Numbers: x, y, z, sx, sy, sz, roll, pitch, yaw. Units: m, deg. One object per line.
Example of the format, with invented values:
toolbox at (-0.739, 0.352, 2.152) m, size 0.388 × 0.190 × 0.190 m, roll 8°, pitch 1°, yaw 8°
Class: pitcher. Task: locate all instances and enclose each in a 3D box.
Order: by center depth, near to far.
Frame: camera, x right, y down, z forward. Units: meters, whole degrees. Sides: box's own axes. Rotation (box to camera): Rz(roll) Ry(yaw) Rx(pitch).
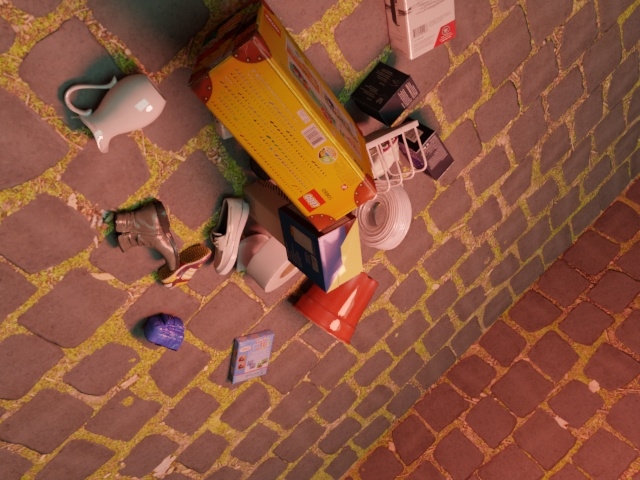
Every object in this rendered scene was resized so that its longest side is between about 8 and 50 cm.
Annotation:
pitcher at (-0.514, -0.348, 1.458) m, size 0.207 × 0.125 × 0.177 m, roll -34°, pitch 122°, yaw 1°

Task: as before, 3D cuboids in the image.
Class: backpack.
backpack at (-0.522, 0.297, 1.935) m, size 0.120 × 0.098 × 0.101 m, roll 22°, pitch 96°, yaw -33°

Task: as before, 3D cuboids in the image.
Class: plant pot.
plant pot at (0.074, 0.222, 2.261) m, size 0.265 × 0.272 × 0.272 m, roll -56°, pitch 138°, yaw -3°

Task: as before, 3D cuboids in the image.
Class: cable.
cable at (0.223, -0.096, 2.134) m, size 0.089 × 0.257 × 0.257 m, roll 7°, pitch 138°, yaw -41°

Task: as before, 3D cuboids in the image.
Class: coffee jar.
coffee jar at (-0.128, -0.254, 1.848) m, size 0.184 × 0.096 × 0.079 m, roll -24°, pitch 127°, yaw -25°

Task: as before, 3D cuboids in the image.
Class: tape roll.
tape roll at (-0.116, 0.045, 1.980) m, size 0.286 × 0.100 × 0.286 m, roll -43°, pitch 169°, yaw -10°

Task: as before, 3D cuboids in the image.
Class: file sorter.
file sorter at (0.182, -0.252, 1.873) m, size 0.278 × 0.193 × 0.173 m, roll -31°, pitch 107°, yaw -36°

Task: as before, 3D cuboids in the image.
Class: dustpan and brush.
dustpan and brush at (-0.203, 0.021, 2.029) m, size 0.211 × 0.060 × 0.147 m, roll -14°, pitch 140°, yaw -24°

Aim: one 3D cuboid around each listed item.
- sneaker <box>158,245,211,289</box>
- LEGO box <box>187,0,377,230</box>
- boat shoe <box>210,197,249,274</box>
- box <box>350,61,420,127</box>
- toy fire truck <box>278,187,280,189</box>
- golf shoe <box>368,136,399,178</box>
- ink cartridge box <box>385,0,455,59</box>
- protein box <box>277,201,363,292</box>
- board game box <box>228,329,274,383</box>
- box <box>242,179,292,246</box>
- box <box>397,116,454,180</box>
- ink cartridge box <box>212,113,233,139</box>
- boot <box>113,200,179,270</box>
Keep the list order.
sneaker at (-0.432, 0.088, 1.881) m, size 0.186 × 0.069 × 0.084 m, roll -31°, pitch 144°, yaw -10°
LEGO box at (-0.082, -0.331, 1.502) m, size 0.193 × 0.372 × 0.500 m, roll -32°, pitch 121°, yaw 18°
boat shoe at (-0.311, -0.014, 1.879) m, size 0.088 × 0.096 × 0.267 m, roll 7°, pitch 114°, yaw -38°
box at (0.214, -0.484, 1.916) m, size 0.158 × 0.156 × 0.093 m, roll -48°, pitch 139°, yaw 0°
toy fire truck at (-0.069, -0.181, 1.921) m, size 0.047 × 0.135 × 0.192 m, roll 25°, pitch 102°, yaw -47°
golf shoe at (0.173, -0.254, 2.088) m, size 0.306 × 0.115 × 0.140 m, roll -40°, pitch 141°, yaw -7°
ink cartridge box at (0.315, -0.749, 1.834) m, size 0.197 × 0.114 × 0.272 m, roll -32°, pitch 136°, yaw -16°
protein box at (0.000, 0.000, 1.651) m, size 0.136 × 0.201 × 0.199 m, roll -28°, pitch 131°, yaw -24°
board game box at (-0.274, 0.461, 2.298) m, size 0.160 × 0.039 × 0.211 m, roll -9°, pitch 126°, yaw -35°
box at (-0.137, -0.087, 1.830) m, size 0.094 × 0.275 × 0.113 m, roll -27°, pitch 134°, yaw -24°
box at (0.383, -0.340, 2.163) m, size 0.108 × 0.153 × 0.207 m, roll -49°, pitch 137°, yaw 1°
ink cartridge box at (-0.259, -0.376, 1.679) m, size 0.099 × 0.056 × 0.135 m, roll -24°, pitch 133°, yaw -24°
boot at (-0.524, 0.003, 1.739) m, size 0.161 × 0.083 × 0.246 m, roll -20°, pitch 126°, yaw -18°
